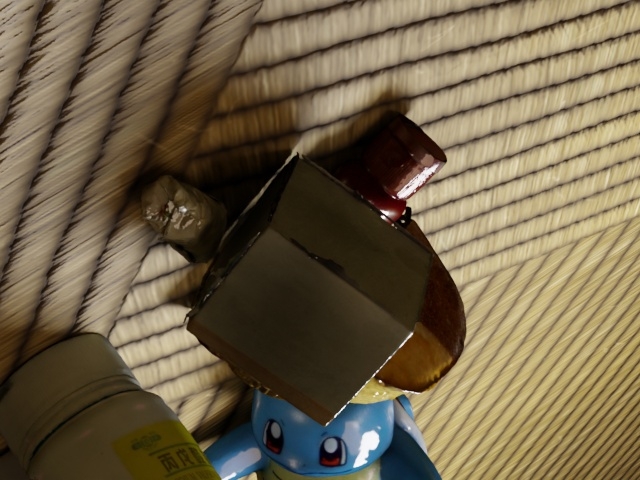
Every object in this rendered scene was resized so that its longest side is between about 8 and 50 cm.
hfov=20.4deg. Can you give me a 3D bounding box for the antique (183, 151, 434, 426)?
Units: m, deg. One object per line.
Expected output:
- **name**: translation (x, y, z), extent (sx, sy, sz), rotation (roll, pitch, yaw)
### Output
- **antique**: translation (-0.014, 0.042, 1.438), extent (0.148, 0.152, 0.147), rotation (-50, -172, 27)

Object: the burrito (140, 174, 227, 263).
- **burrito**: translation (-0.104, -0.016, 1.394), extent (0.055, 0.041, 0.149), rotation (-26, 162, 5)

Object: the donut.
- **donut**: translation (0.050, 0.082, 1.640), extent (0.085, 0.141, 0.217), rotation (-36, -178, 38)

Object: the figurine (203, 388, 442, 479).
- **figurine**: translation (0.030, 0.249, 1.892), extent (0.416, 0.298, 0.243), rotation (49, 58, -70)

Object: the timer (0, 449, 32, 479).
- **timer**: translation (-0.200, 0.282, 1.625), extent (0.192, 0.195, 0.194), rotation (-33, 157, -12)

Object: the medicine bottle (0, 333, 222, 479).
- **medicine bottle**: translation (-0.158, 0.212, 1.469), extent (0.143, 0.258, 0.143), rotation (-33, 157, -16)

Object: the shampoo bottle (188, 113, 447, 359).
- **shampoo bottle**: translation (0.000, 0.000, 1.555), extent (0.260, 0.064, 0.102), rotation (-45, 159, 15)
